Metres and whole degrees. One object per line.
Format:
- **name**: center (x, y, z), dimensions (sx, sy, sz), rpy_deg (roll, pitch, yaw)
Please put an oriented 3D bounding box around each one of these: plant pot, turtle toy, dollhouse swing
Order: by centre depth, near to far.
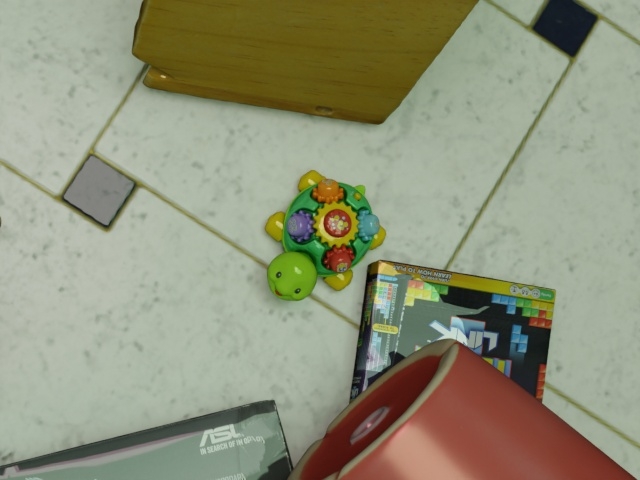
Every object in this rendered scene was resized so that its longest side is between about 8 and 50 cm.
- **plant pot**: center (0.118, 0.231, 1.405), dimensions (0.275, 0.275, 0.243), rpy_deg (-44, 96, -13)
- **dollhouse swing**: center (0.028, -0.306, 1.424), dimensions (0.315, 0.347, 0.305), rpy_deg (8, 72, -11)
- **turtle toy**: center (0.000, 0.000, 1.516), dimensions (0.095, 0.066, 0.130), rpy_deg (40, 77, -5)

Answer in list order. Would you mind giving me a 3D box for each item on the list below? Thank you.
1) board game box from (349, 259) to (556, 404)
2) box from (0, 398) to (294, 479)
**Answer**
- **board game box**: center (0.118, 0.100, 1.539), dimensions (0.170, 0.048, 0.141), rpy_deg (9, 80, -11)
- **box**: center (-0.159, 0.285, 1.442), dimensions (0.307, 0.076, 0.242), rpy_deg (-12, 86, -13)
